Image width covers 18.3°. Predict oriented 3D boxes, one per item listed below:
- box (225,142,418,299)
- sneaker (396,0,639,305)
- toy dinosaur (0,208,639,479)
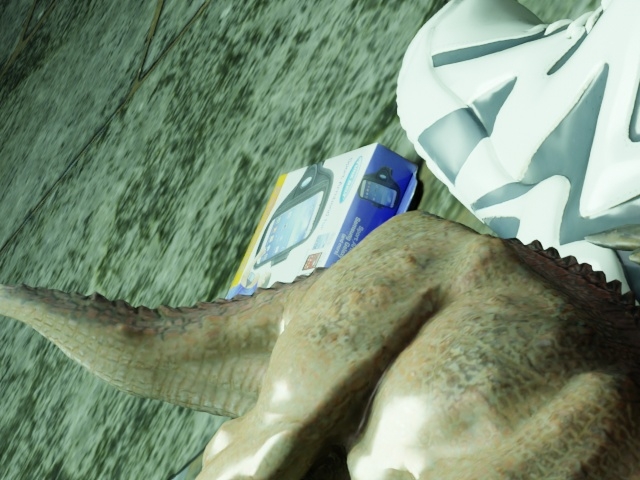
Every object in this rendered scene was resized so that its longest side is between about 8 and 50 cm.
[{"bbox_3d":[0.000,0.000,0.954,0.081,0.028,0.136,-67,17,-16],"label":"box"},{"bbox_3d":[0.109,-0.054,0.633,0.153,0.094,0.235,-53,20,22],"label":"sneaker"},{"bbox_3d":[0.049,0.043,0.502,0.295,0.127,0.200,28,87,43],"label":"toy dinosaur"}]
